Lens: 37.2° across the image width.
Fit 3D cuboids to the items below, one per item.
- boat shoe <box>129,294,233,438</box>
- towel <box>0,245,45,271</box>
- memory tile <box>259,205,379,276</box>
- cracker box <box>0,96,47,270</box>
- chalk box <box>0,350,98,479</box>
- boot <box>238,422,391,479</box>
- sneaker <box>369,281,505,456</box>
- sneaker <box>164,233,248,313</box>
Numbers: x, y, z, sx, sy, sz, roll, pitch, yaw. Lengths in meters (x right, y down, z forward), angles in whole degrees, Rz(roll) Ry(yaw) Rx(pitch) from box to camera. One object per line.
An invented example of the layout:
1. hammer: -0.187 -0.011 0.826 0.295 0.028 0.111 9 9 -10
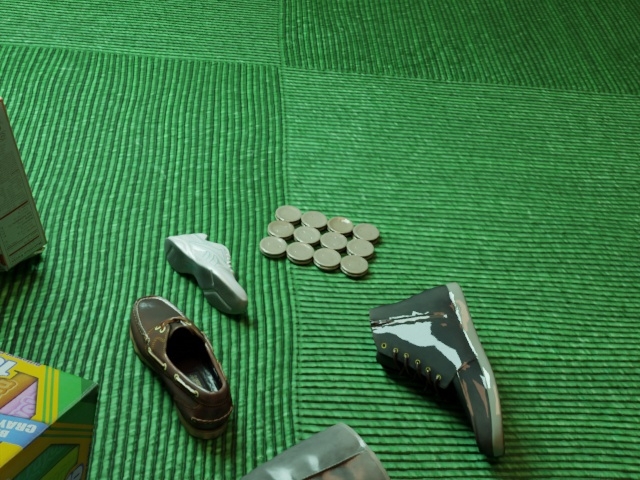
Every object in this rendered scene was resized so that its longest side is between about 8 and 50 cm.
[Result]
1. boat shoe: -0.153 0.122 1.051 0.073 0.073 0.207 -18 45 -28
2. towel: -0.425 -0.008 1.193 0.110 0.027 0.148 -25 51 -33
3. memory tile: 0.000 0.000 1.276 0.148 0.012 0.113 13 39 6
4. cracker box: -0.407 -0.093 1.092 0.156 0.232 0.067 33 55 25
5. chalk box: -0.325 0.218 0.745 0.179 0.180 0.289 16 19 9
6. boot: -0.022 0.271 0.903 0.208 0.076 0.189 -8 43 -30
7. sneaker: 0.130 0.155 1.075 0.118 0.083 0.222 -15 48 0
8. sneaker: -0.130 0.033 1.178 0.061 0.053 0.152 -21 47 -35
